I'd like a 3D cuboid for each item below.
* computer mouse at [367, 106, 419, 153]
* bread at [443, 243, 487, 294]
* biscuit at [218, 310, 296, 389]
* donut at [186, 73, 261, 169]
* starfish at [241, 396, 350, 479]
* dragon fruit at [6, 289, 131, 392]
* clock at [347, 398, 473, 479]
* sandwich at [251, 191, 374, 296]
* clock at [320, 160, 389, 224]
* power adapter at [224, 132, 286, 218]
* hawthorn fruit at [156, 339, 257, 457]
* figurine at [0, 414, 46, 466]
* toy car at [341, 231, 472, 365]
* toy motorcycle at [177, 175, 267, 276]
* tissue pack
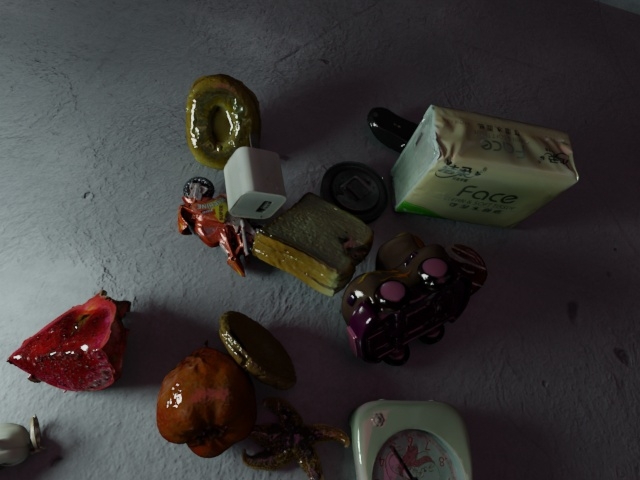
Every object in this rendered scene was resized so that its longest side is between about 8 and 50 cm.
[{"bbox_3d":[0.248,-0.361,1.421,0.217,0.073,0.122,26,62,-6],"label":"computer mouse"},{"bbox_3d":[0.392,0.088,1.212,0.160,0.073,0.161,5,62,-10],"label":"bread"},{"bbox_3d":[-0.141,0.245,0.947,0.226,0.226,0.042,43,93,11],"label":"biscuit"},{"bbox_3d":[-0.270,-0.327,1.188,0.208,0.262,0.128,-3,21,-7],"label":"donut"},{"bbox_3d":[-0.054,0.448,0.929,0.237,0.071,0.216,-9,70,-6],"label":"starfish"},{"bbox_3d":[-0.483,0.210,0.917,0.261,0.134,0.212,-8,41,23],"label":"dragon fruit"},{"bbox_3d":[0.194,0.519,0.918,0.264,0.109,0.325,7,62,-11],"label":"clock"},{"bbox_3d":[0.000,0.001,1.092,0.248,0.095,0.273,28,35,10],"label":"sandwich"},{"bbox_3d":[0.103,-0.144,1.290,0.214,0.042,0.215,5,61,-9],"label":"clock"},{"bbox_3d":[-0.175,-0.176,1.096,0.125,0.130,0.205,5,64,-33],"label":"power adapter"},{"bbox_3d":[-0.241,0.310,0.896,0.207,0.208,0.243,-4,36,-15],"label":"hawthorn fruit"},{"bbox_3d":[-0.620,0.389,0.809,0.153,0.132,0.132,-8,64,-31],"label":"figurine"},{"bbox_3d":[0.191,0.129,1.062,0.340,0.271,0.240,-24,45,-15],"label":"toy car"},{"bbox_3d":[-0.269,-0.044,1.126,0.298,0.089,0.171,38,62,8],"label":"toy motorcycle"},{"bbox_3d":[0.447,-0.192,1.229,0.404,0.332,0.206,6,65,-9],"label":"tissue pack"}]
